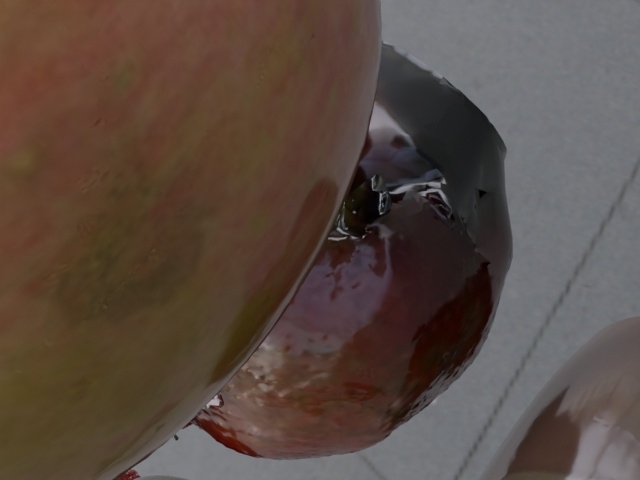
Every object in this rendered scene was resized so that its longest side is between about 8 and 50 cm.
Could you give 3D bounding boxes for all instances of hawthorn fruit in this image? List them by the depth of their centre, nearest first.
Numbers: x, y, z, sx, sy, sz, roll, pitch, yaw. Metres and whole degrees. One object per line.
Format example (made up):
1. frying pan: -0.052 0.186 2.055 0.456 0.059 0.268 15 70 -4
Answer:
1. hawthorn fruit: -0.002 0.002 0.945 0.316 0.316 0.316 -15 70 45

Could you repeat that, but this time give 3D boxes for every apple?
1. apple: -0.165 -0.061 0.455 0.364 0.364 0.364 -15 70 45

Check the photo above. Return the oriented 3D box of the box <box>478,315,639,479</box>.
1. box: 0.256 0.208 0.974 0.301 0.301 0.216 -17 29 44

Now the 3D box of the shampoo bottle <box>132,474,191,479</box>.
1. shampoo bottle: -0.130 0.263 1.157 0.127 0.257 0.078 36 96 2

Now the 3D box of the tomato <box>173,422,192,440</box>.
1. tomato: -0.144 0.104 1.251 0.189 0.099 0.173 -18 25 23

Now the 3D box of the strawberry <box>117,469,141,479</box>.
1. strawberry: -0.240 0.293 1.557 0.073 0.083 0.073 -13 44 13
